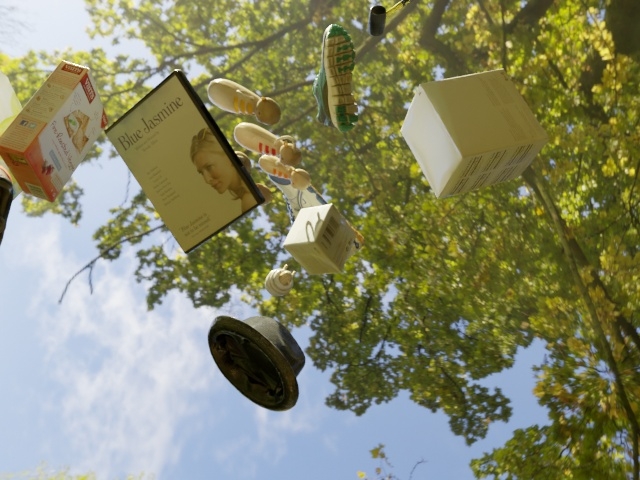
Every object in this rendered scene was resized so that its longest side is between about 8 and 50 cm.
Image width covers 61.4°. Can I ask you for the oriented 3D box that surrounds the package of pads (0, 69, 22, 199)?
[{"bbox_3d":[-0.732,-0.207,1.165,0.101,0.296,0.229,18,-124,8],"label":"package of pads"}]

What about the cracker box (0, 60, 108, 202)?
[{"bbox_3d":[-0.515,-0.213,1.058,0.067,0.155,0.232,17,-120,3],"label":"cracker box"}]

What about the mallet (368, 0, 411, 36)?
[{"bbox_3d":[0.178,-0.533,1.246,0.039,0.062,0.190,42,-120,19],"label":"mallet"}]

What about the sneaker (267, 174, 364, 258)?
[{"bbox_3d":[-0.033,-0.052,1.277,0.131,0.112,0.296,-43,-77,7],"label":"sneaker"}]

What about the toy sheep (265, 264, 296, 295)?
[{"bbox_3d":[-0.125,0.127,1.642,0.132,0.091,0.091,-43,-124,50],"label":"toy sheep"}]

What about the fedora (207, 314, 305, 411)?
[{"bbox_3d":[-0.163,0.322,1.548,0.334,0.152,0.333,21,-52,29],"label":"fedora"}]

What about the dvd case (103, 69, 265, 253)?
[{"bbox_3d":[-0.228,-0.125,0.896,0.180,0.022,0.253,-31,-87,23],"label":"dvd case"}]

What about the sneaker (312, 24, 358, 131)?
[{"bbox_3d":[0.014,-0.262,0.881,0.076,0.065,0.166,16,-66,47],"label":"sneaker"}]

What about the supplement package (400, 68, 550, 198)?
[{"bbox_3d":[0.311,-0.221,1.119,0.203,0.149,0.194,-15,-115,-16],"label":"supplement package"}]

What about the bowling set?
[{"bbox_3d":[-0.134,-0.124,0.972,0.154,0.287,0.199,29,-102,31],"label":"bowling set"}]

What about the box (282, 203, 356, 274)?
[{"bbox_3d":[0.000,0.000,1.067,0.087,0.102,0.101,-6,-133,39],"label":"box"}]

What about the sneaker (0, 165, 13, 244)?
[{"bbox_3d":[-0.301,0.009,0.449,0.065,0.061,0.157,17,-91,46],"label":"sneaker"}]
